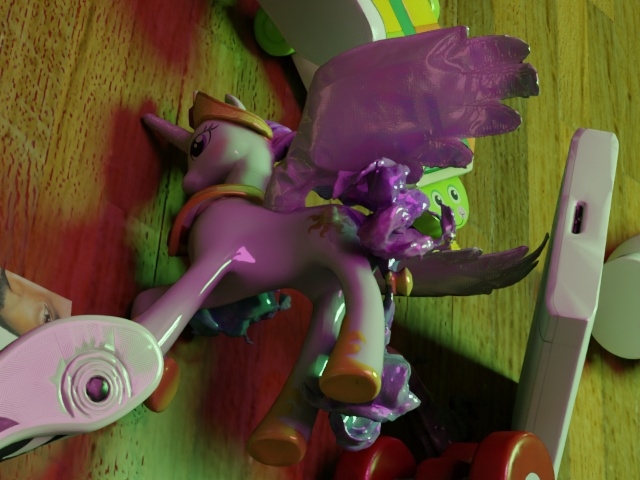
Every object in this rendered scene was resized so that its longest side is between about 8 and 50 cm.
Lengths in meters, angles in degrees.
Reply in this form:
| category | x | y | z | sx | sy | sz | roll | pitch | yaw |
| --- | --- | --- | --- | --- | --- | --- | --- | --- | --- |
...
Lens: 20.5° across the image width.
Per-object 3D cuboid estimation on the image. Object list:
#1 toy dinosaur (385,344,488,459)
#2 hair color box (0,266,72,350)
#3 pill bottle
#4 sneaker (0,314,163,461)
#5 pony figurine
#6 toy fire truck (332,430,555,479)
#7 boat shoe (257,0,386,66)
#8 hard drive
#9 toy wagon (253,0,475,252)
| category | x | y | z | sx | sy | sz | roll | pitch | yaw |
| --- | --- | --- | --- | --- | --- | --- | --- | --- | --- |
| toy dinosaur | 0.103 | 0.160 | 1.612 | 0.268 | 0.064 | 0.118 | 56 | 20 | -21 |
| hair color box | -0.259 | 0.059 | 1.258 | 0.167 | 0.053 | 0.093 | 30 | 46 | -38 |
| pill bottle | 0.408 | 0.056 | 1.995 | 0.272 | 0.152 | 0.152 | -14 | 78 | -53 |
| sneaker | -0.222 | 0.111 | 1.200 | 0.217 | 0.121 | 0.079 | -20 | 91 | -35 |
| pony figurine | 0.000 | 0.000 | 1.410 | 0.363 | 0.351 | 0.302 | -79 | 166 | -45 |
| toy fire truck | 0.098 | 0.310 | 1.461 | 0.302 | 0.169 | 0.253 | -45 | 123 | -52 |
| boat shoe | -0.022 | -0.251 | 1.648 | 0.088 | 0.096 | 0.267 | -19 | 47 | -43 |
| hard drive | 0.211 | 0.105 | 1.609 | 0.047 | 0.353 | 0.233 | 10 | 46 | 6 |
| toy wagon | 0.076 | -0.140 | 1.788 | 0.267 | 0.068 | 0.344 | -18 | 82 | -54 |
